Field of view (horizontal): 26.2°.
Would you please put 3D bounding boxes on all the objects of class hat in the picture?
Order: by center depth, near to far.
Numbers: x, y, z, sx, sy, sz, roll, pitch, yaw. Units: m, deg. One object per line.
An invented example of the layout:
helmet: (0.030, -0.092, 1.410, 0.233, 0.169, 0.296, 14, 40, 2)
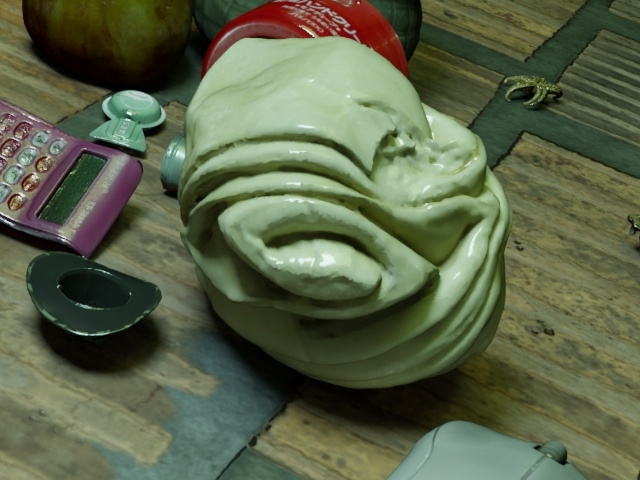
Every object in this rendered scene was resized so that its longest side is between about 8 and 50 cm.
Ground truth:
hat: (-0.187, 0.055, 1.116, 0.121, 0.050, 0.121, 11, 26, -5)

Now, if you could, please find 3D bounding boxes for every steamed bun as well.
steamed bun: (0.003, 0.001, 1.117, 0.276, 0.289, 0.203, 6, 40, 37)

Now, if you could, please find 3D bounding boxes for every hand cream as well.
hand cream: (-0.017, -0.158, 1.412, 0.193, 0.193, 0.125, 27, 35, 18)

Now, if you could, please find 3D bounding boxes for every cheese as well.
cheese: (-0.199, -0.129, 1.435, 0.067, 0.026, 0.120, 15, 31, -2)

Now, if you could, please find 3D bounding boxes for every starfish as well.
starfish: (0.276, -0.196, 1.780, 0.078, 0.028, 0.091, 15, 26, 2)

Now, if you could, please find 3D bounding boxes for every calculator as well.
calculator: (-0.269, -0.061, 1.248, 0.190, 0.034, 0.126, 25, 52, 4)

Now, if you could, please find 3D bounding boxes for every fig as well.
fig: (-0.208, -0.317, 1.514, 0.190, 0.290, 0.190, 23, 5, -2)

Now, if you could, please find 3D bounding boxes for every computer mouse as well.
computer mouse: (0.116, 0.207, 0.952, 0.184, 0.121, 0.297, 29, 34, 23)

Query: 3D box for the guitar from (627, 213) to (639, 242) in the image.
guitar: (0.431, -0.019, 1.550, 0.271, 0.038, 0.084, -8, 38, -40)

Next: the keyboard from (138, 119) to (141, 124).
keyboard: (-0.360, -0.093, 1.298, 0.381, 0.041, 0.103, -7, 38, -24)

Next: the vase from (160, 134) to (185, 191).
vase: (-0.048, -0.045, 1.326, 0.214, 0.086, 0.086, 18, 30, 12)

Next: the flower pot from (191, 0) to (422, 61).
flower pot: (-0.017, -0.309, 1.604, 0.302, 0.213, 0.302, 23, 24, -11)
